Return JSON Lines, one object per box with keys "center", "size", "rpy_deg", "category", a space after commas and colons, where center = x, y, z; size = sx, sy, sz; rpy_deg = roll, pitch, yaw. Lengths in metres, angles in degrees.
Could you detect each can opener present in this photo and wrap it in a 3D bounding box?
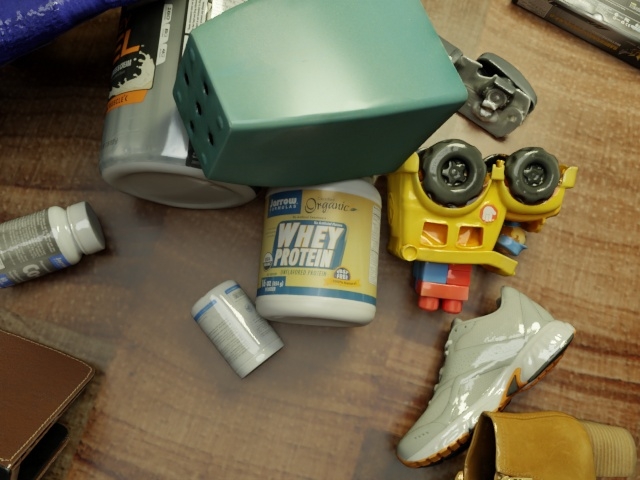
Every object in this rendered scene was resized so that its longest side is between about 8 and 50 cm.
{"center": [0.168, -0.249, 0.894], "size": [0.283, 0.076, 0.095], "rpy_deg": [36, 47, 5], "category": "can opener"}

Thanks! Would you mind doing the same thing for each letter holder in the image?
{"center": [-0.444, 0.201, 0.734], "size": [0.302, 0.214, 0.151], "rpy_deg": [18, 110, 0], "category": "letter holder"}

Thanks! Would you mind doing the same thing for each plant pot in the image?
{"center": [-0.016, -0.151, 0.654], "size": [0.234, 0.166, 0.165], "rpy_deg": [-17, 76, -27], "category": "plant pot"}

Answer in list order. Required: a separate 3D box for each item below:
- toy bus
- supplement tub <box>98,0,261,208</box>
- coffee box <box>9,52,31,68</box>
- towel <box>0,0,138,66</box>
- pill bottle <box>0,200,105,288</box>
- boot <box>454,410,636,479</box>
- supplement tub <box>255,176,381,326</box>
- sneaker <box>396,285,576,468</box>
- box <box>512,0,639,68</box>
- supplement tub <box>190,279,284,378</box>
{"center": [0.188, -0.014, 0.807], "size": [0.221, 0.149, 0.211], "rpy_deg": [3, 91, -5], "category": "toy bus"}
{"center": [-0.154, -0.210, 0.795], "size": [0.194, 0.193, 0.315], "rpy_deg": [5, 78, -2], "category": "supplement tub"}
{"center": [-0.378, -0.399, 0.835], "size": [0.119, 0.168, 0.297], "rpy_deg": [32, 80, 3], "category": "coffee box"}
{"center": [-0.304, -0.313, 0.697], "size": [0.308, 0.076, 0.227], "rpy_deg": [-26, 75, -3], "category": "towel"}
{"center": [-0.345, 0.003, 0.800], "size": [0.137, 0.078, 0.078], "rpy_deg": [-20, 80, -6], "category": "pill bottle"}
{"center": [0.248, 0.340, 0.722], "size": [0.211, 0.104, 0.294], "rpy_deg": [7, 81, -17], "category": "boot"}
{"center": [0.000, 0.000, 0.784], "size": [0.145, 0.144, 0.199], "rpy_deg": [4, 78, -2], "category": "supplement tub"}
{"center": [0.182, 0.166, 0.798], "size": [0.262, 0.099, 0.121], "rpy_deg": [-40, 62, -7], "category": "sneaker"}
{"center": [0.421, -0.374, 0.927], "size": [0.231, 0.056, 0.183], "rpy_deg": [29, 78, 3], "category": "box"}
{"center": [-0.103, 0.108, 0.795], "size": [0.071, 0.071, 0.107], "rpy_deg": [-37, 83, -9], "category": "supplement tub"}
